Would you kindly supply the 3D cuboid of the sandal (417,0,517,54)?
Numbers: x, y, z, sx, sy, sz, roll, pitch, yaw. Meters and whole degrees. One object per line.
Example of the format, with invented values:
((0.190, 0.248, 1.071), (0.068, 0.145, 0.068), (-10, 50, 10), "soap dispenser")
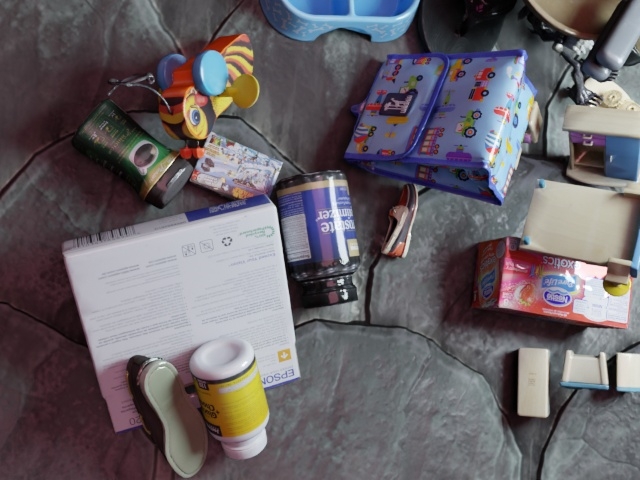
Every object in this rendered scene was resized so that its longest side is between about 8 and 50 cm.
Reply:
((0.319, -0.512, 1.453), (0.167, 0.107, 0.446), (31, 79, -9), "sandal")

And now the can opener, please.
((0.533, -0.362, 1.289), (0.095, 0.076, 0.283), (36, 69, -4), "can opener")

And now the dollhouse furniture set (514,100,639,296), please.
((0.427, -0.058, 1.382), (0.286, 0.198, 0.303), (10, 72, 23), "dollhouse furniture set")

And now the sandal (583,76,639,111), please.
((0.604, -0.225, 1.513), (0.088, 0.079, 0.240), (-34, 93, -14), "sandal")

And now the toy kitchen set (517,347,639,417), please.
((0.479, 0.264, 1.449), (0.207, 0.166, 0.122), (1, 83, 23), "toy kitchen set")

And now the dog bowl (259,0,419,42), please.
((0.043, -0.444, 1.396), (0.297, 0.074, 0.166), (-2, 85, -15), "dog bowl")

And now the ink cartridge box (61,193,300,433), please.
((-0.210, 0.117, 1.259), (0.324, 0.071, 0.330), (-14, 118, -15), "ink cartridge box")

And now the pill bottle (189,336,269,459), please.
((-0.138, 0.253, 1.247), (0.103, 0.103, 0.184), (-18, 117, -15), "pill bottle")

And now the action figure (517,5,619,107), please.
((0.464, -0.386, 1.425), (0.164, 0.141, 0.276), (-47, 122, -16), "action figure")

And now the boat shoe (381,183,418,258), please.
((0.141, -0.037, 1.399), (0.043, 0.049, 0.137), (12, 87, -11), "boat shoe")

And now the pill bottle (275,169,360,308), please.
((0.000, 0.000, 1.320), (0.122, 0.123, 0.219), (-9, 87, -15), "pill bottle")

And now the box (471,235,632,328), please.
((0.414, 0.079, 1.415), (0.256, 0.122, 0.128), (10, 82, -12), "box")

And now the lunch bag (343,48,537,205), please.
((0.190, -0.206, 1.346), (0.293, 0.138, 0.221), (12, 72, 28), "lunch bag")

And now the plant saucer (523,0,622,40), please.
((0.429, -0.462, 1.339), (0.277, 0.041, 0.278), (5, 75, -19), "plant saucer")

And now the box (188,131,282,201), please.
((-0.144, -0.115, 1.343), (0.137, 0.027, 0.094), (23, 79, -11), "box")

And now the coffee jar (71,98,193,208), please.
((-0.302, -0.137, 1.278), (0.184, 0.079, 0.096), (38, 70, -8), "coffee jar")

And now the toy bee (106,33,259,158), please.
((-0.209, -0.221, 1.266), (0.298, 0.195, 0.162), (-27, 118, -32), "toy bee")

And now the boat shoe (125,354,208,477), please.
((-0.241, 0.274, 1.241), (0.081, 0.068, 0.228), (-36, 125, -36), "boat shoe")

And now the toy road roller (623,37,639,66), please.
((0.647, -0.514, 1.496), (0.240, 0.202, 0.330), (-33, 97, -28), "toy road roller")
